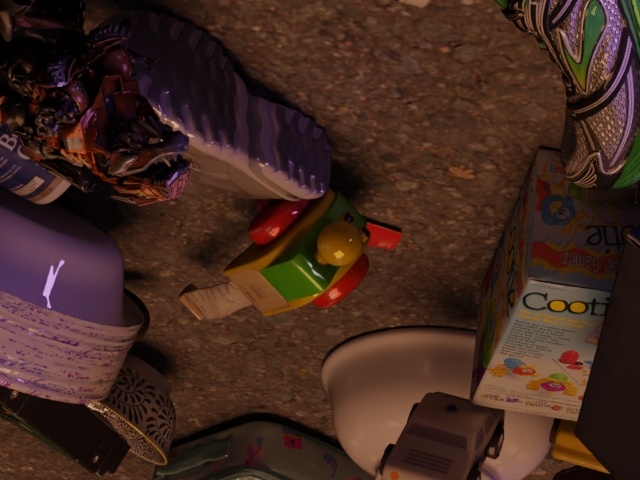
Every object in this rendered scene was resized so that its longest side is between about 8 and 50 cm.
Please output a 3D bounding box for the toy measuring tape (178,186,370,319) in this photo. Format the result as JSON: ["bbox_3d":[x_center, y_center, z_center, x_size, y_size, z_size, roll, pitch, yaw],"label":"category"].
[{"bbox_3d":[-0.037,0.014,1.704,0.121,0.121,0.330,21,163,-22],"label":"toy measuring tape"}]

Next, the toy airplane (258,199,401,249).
[{"bbox_3d":[0.000,0.000,1.750,0.151,0.028,0.151,8,150,4],"label":"toy airplane"}]

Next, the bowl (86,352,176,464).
[{"bbox_3d":[-0.230,0.186,2.056,0.170,0.080,0.170,31,161,12],"label":"bowl"}]

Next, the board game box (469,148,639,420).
[{"bbox_3d":[0.243,0.051,1.663,0.144,0.142,0.275,10,151,-2],"label":"board game box"}]

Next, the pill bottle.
[{"bbox_3d":[-0.302,-0.108,1.570,0.169,0.094,0.094,30,144,-33],"label":"pill bottle"}]

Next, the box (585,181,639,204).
[{"bbox_3d":[0.320,-0.108,1.453,0.183,0.056,0.231,4,150,9],"label":"box"}]

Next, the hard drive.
[{"bbox_3d":[-0.369,0.150,1.939,0.237,0.064,0.339,28,166,25],"label":"hard drive"}]

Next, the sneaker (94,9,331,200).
[{"bbox_3d":[-0.114,-0.099,1.528,0.115,0.105,0.281,-16,143,35],"label":"sneaker"}]

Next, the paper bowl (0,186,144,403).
[{"bbox_3d":[-0.308,0.034,1.691,0.284,0.148,0.284,26,-173,-3],"label":"paper bowl"}]

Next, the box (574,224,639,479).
[{"bbox_3d":[0.399,0.062,1.431,0.179,0.312,0.343,47,158,26],"label":"box"}]

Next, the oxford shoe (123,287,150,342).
[{"bbox_3d":[-0.281,0.084,1.923,0.227,0.083,0.096,7,155,26],"label":"oxford shoe"}]

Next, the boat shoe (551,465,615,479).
[{"bbox_3d":[0.407,0.290,2.108,0.257,0.095,0.095,-3,135,7],"label":"boat shoe"}]

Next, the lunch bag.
[{"bbox_3d":[-0.092,0.333,2.272,0.224,0.108,0.279,27,145,-30],"label":"lunch bag"}]

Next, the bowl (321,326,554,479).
[{"bbox_3d":[0.140,0.226,2.004,0.298,0.134,0.298,7,151,4],"label":"bowl"}]

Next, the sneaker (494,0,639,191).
[{"bbox_3d":[0.184,-0.176,1.235,0.146,0.134,0.343,-11,131,-2],"label":"sneaker"}]

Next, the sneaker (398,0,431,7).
[{"bbox_3d":[0.030,-0.252,1.245,0.163,0.086,0.226,11,151,-11],"label":"sneaker"}]

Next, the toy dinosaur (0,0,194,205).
[{"bbox_3d":[-0.240,-0.149,1.374,0.322,0.164,0.218,18,135,3],"label":"toy dinosaur"}]

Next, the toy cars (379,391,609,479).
[{"bbox_3d":[0.221,0.182,1.807,0.394,0.176,0.087,-8,118,-28],"label":"toy cars"}]
